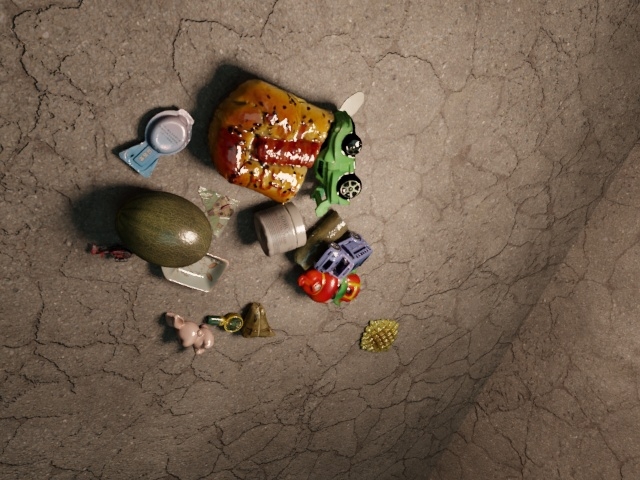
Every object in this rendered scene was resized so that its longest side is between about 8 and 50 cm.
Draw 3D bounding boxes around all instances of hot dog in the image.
[{"bbox_3d":[-0.180,-0.335,1.585,0.365,0.196,0.368,20,106,-34],"label":"hot dog"}]

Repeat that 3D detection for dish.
[{"bbox_3d":[-0.472,0.089,1.765,0.234,0.064,0.154,26,104,-40],"label":"dish"}]

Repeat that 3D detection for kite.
[{"bbox_3d":[-0.404,-0.094,1.723,0.249,0.012,0.230,-20,126,-16],"label":"kite"}]

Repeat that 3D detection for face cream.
[{"bbox_3d":[-0.155,-0.041,1.789,0.152,0.177,0.178,-20,127,-18],"label":"face cream"}]

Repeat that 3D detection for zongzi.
[{"bbox_3d":[-0.234,0.333,2.047,0.177,0.081,0.189,12,115,-34],"label":"zongzi"}]

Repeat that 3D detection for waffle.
[{"bbox_3d":[0.305,0.495,2.482,0.213,0.054,0.208,7,119,-27],"label":"waffle"}]

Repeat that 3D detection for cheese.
[{"bbox_3d":[-0.500,-0.311,1.500,0.244,0.052,0.135,-42,128,2],"label":"cheese"}]

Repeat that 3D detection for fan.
[{"bbox_3d":[-0.397,0.331,1.982,0.154,0.039,0.082,14,112,-34],"label":"fan"}]

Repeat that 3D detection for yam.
[{"bbox_3d":[0.000,0.000,1.955,0.259,0.106,0.106,-43,131,1],"label":"yam"}]

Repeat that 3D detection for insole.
[{"bbox_3d":[0.087,-0.469,1.767,0.197,0.004,0.065,-44,131,2],"label":"insole"}]

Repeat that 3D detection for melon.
[{"bbox_3d":[-0.504,-0.035,1.552,0.301,0.237,0.238,24,106,-31],"label":"melon"}]

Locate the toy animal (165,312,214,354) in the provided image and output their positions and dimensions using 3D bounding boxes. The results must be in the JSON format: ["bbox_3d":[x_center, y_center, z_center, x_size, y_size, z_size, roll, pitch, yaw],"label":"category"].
[{"bbox_3d":[-0.528,0.365,1.883,0.212,0.124,0.124,34,99,-34],"label":"toy animal"}]

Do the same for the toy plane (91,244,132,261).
[{"bbox_3d":[-0.697,0.039,1.622,0.145,0.037,0.060,0,115,-32],"label":"toy plane"}]

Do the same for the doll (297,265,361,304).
[{"bbox_3d":[0.026,0.179,2.036,0.362,0.160,0.183,12,112,-52],"label":"doll"}]

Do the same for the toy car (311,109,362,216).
[{"bbox_3d":[0.054,-0.278,1.743,0.176,0.214,0.359,-5,125,-4],"label":"toy car"}]

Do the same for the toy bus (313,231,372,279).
[{"bbox_3d":[0.098,0.068,1.956,0.126,0.133,0.292,-52,166,28],"label":"toy bus"}]
